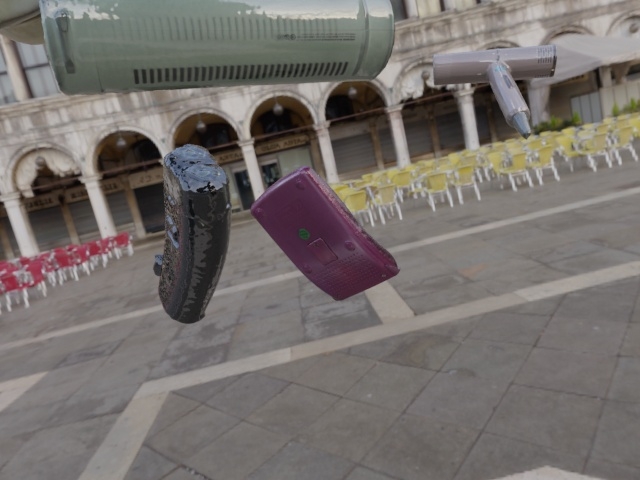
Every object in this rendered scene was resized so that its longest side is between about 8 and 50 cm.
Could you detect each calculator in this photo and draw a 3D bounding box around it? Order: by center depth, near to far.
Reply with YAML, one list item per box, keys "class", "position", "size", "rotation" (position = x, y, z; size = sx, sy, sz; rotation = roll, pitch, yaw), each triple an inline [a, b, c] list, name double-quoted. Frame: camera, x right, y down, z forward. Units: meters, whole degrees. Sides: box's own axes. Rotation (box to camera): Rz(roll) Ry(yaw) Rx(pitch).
- class: "calculator"
  position: [0.000, 0.000, 0.616]
  size: [0.126, 0.190, 0.034]
  rotation: [-30, 19, 40]

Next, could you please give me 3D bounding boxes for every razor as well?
- class: "razor"
  position: [-0.246, -0.007, 0.898]
  size: [0.107, 0.327, 0.189]
  rotation: [-6, 39, -32]

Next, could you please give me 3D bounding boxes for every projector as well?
- class: "projector"
  position: [-0.093, -0.213, 0.487]
  size: [0.337, 0.108, 0.108]
  rotation: [-10, 7, -20]

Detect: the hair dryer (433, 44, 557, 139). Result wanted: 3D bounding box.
- class: "hair dryer"
  position: [0.270, -0.228, 0.740]
  size: [0.195, 0.054, 0.221]
  rotation: [2, 53, 18]

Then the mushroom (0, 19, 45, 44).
- class: "mushroom"
  position: [-0.569, -0.503, 0.876]
  size: [0.245, 0.246, 0.202]
  rotation: [-12, 5, 8]

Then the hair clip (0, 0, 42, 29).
- class: "hair clip"
  position: [-0.457, -0.445, 0.735]
  size: [0.281, 0.173, 0.113]
  rotation: [2, 34, 24]
